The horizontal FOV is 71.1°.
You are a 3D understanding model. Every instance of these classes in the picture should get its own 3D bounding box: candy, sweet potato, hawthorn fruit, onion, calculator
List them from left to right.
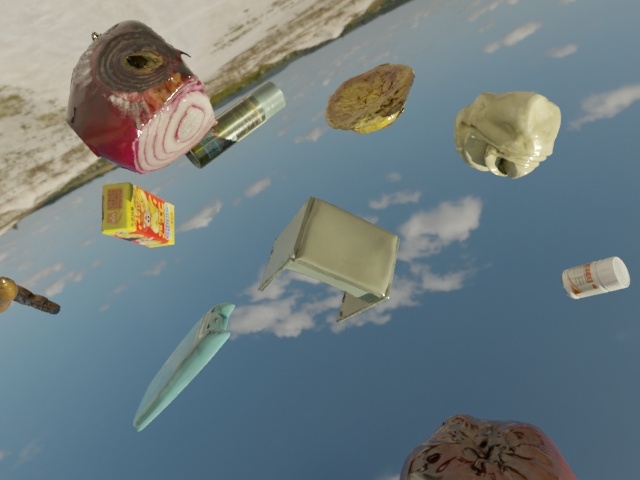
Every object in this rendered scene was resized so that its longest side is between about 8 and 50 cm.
[{"bbox_3d":[-0.311,0.056,0.435,0.115,0.026,0.026,-21,-160,43],"label":"sweet potato"},{"bbox_3d":[-0.314,-0.232,0.746,0.206,0.207,0.216,-44,171,-11],"label":"onion"},{"bbox_3d":[-0.547,-0.070,1.366,0.088,0.146,0.276,-6,168,7],"label":"candy"},{"bbox_3d":[-0.374,0.337,1.202,0.386,0.054,0.256,-50,-165,8],"label":"calculator"},{"bbox_3d":[0.293,0.476,0.791,0.309,0.324,0.308,4,-144,-3],"label":"hawthorn fruit"}]

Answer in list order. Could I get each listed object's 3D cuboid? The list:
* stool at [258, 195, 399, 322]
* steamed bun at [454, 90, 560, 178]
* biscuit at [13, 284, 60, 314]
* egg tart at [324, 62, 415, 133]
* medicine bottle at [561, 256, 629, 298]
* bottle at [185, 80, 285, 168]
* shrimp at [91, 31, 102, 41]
[{"bbox_3d":[0.016,0.060,1.105,0.270,0.244,0.170,-43,-153,57],"label":"stool"},{"bbox_3d":[0.502,-0.282,1.260,0.276,0.203,0.289,11,-179,-39],"label":"steamed bun"},{"bbox_3d":[-0.816,0.162,1.244,0.124,0.175,0.026,-37,-150,53],"label":"biscuit"},{"bbox_3d":[0.170,-0.462,1.518,0.341,0.129,0.341,-19,-140,17],"label":"egg tart"},{"bbox_3d":[0.480,0.066,0.785,0.089,0.057,0.057,-29,-167,51],"label":"medicine bottle"},{"bbox_3d":[-0.215,-0.295,1.128,0.286,0.082,0.082,-42,-156,-18],"label":"bottle"},{"bbox_3d":[-0.469,-0.419,1.078,0.058,0.168,0.296,2,159,-5],"label":"shrimp"}]
